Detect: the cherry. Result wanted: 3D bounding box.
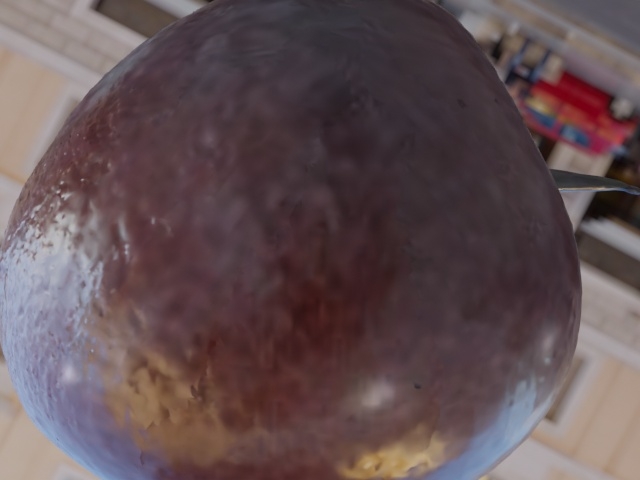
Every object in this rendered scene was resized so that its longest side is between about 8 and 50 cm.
[{"bbox_3d":[0.000,0.000,0.828,0.285,0.213,0.236,-13,-145,-4],"label":"cherry"}]
